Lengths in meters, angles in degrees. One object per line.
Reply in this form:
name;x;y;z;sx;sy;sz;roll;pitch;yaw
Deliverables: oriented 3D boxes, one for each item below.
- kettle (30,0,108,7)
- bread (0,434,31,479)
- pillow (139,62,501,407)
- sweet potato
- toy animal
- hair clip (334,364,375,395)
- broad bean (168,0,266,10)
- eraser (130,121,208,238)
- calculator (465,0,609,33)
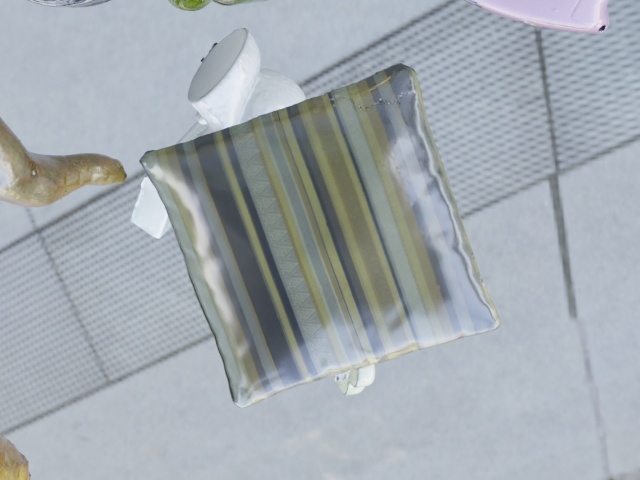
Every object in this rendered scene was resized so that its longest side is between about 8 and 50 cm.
kettle;-0.205;-0.367;1.358;0.251;0.271;0.207;-39;91;20
bread;-0.435;0.324;1.330;0.204;0.358;0.337;17;174;2
pillow;0.000;0.000;0.955;0.212;0.052;0.208;-19;100;6
sweet potato;-0.350;-0.096;1.512;0.079;0.108;0.346;26;178;36
toy animal;-0.042;-0.121;1.408;0.221;0.104;0.131;34;98;-30
hair clip;0.026;0.127;1.856;0.071;0.159;0.218;-16;129;-6
broad bean;-0.103;-0.274;1.390;0.070;0.213;0.048;-18;91;28
eraser;-0.167;-0.104;1.724;0.052;0.225;0.095;31;134;5
calculator;0.213;-0.325;1.361;0.294;0.043;0.194;18;121;-18
